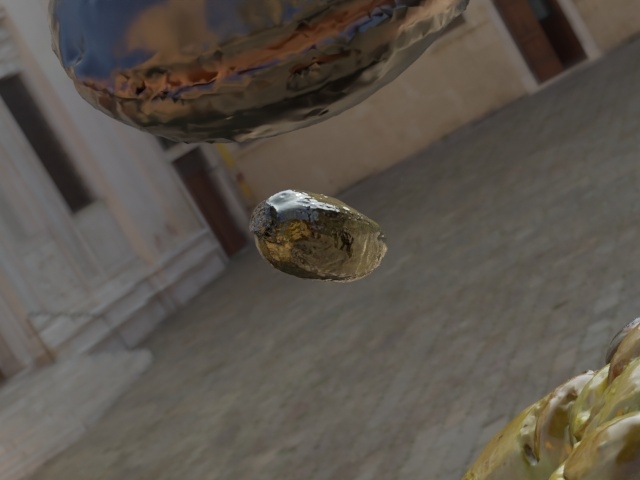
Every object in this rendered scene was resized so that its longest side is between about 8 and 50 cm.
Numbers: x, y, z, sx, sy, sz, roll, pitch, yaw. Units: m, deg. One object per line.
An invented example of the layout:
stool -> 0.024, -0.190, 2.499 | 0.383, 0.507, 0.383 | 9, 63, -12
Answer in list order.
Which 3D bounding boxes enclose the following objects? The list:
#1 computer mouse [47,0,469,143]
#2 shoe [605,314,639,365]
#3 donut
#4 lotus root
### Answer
computer mouse -> -0.004, -0.153, 0.555 | 0.183, 0.116, 0.323 | 0, 46, 28
shoe -> 0.399, 0.048, 1.162 | 0.291, 0.114, 0.137 | -31, 28, 28
donut -> 0.144, 0.162, 0.628 | 0.208, 0.128, 0.261 | -51, -2, -37
lotus root -> 0.000, 0.000, 1.149 | 0.179, 0.089, 0.080 | 15, -75, -49
